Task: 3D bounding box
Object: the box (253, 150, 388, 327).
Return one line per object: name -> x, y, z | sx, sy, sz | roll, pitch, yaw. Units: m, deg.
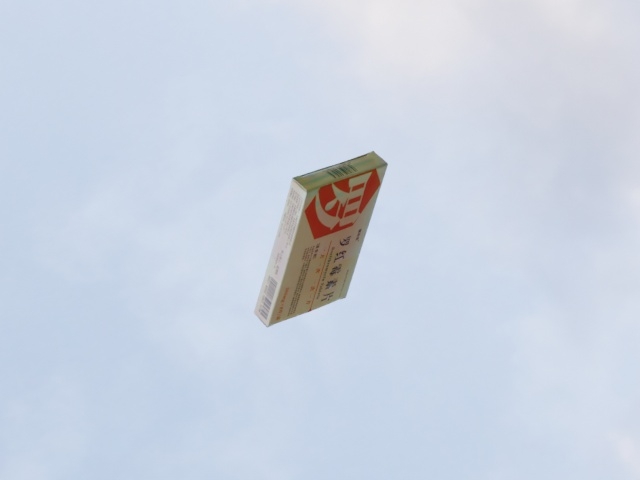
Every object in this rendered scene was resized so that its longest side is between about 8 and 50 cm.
box -> 0.000, 0.000, 0.895 | 0.058, 0.093, 0.015 | -21, -128, -38
